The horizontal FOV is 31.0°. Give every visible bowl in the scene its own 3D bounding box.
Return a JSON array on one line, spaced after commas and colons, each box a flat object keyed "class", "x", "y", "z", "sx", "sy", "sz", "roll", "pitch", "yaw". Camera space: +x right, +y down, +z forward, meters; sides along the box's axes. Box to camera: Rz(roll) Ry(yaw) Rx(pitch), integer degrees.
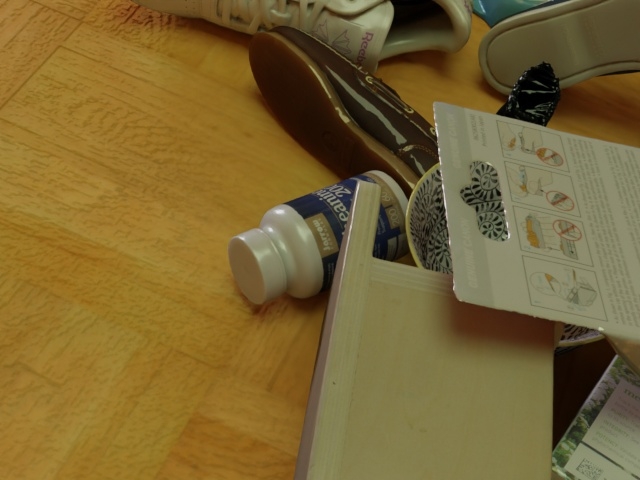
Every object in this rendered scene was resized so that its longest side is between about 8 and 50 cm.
[{"class": "bowl", "x": 0.133, "y": 0.023, "z": 0.793, "sx": 0.170, "sy": 0.080, "sz": 0.170, "roll": 5, "pitch": 49, "yaw": -6}]

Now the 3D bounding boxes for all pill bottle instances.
[{"class": "pill bottle", "x": 0.000, "y": 0.000, "z": 0.794, "sx": 0.120, "sy": 0.067, "sz": 0.067, "roll": -22, "pitch": 58, "yaw": -26}]

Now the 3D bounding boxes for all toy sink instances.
[{"class": "toy sink", "x": 0.059, "y": 0.105, "z": 0.664, "sx": 0.131, "sy": 0.153, "sz": 0.234, "roll": 12, "pitch": 48, "yaw": -2}]

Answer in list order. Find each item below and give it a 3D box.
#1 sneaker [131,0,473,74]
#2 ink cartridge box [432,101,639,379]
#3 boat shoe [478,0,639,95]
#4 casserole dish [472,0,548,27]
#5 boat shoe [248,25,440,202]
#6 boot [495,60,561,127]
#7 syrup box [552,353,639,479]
[{"class": "sneaker", "x": -0.017, "y": -0.209, "z": 0.932, "sx": 0.305, "sy": 0.114, "sz": 0.152, "roll": -1, "pitch": 50, "yaw": -12}, {"class": "ink cartridge box", "x": 0.177, "y": 0.011, "z": 0.682, "sx": 0.232, "sy": 0.066, "sz": 0.189, "roll": 8, "pitch": 40, "yaw": -6}, {"class": "boat shoe", "x": 0.254, "y": -0.171, "z": 0.919, "sx": 0.254, "sy": 0.095, "sz": 0.079, "roll": -12, "pitch": 22, "yaw": 33}, {"class": "casserole dish", "x": 0.225, "y": -0.231, "z": 1.051, "sx": 0.188, "sy": 0.037, "sz": 0.114, "roll": -3, "pitch": 51, "yaw": -12}, {"class": "boat shoe", "x": 0.030, "y": -0.090, "z": 0.876, "sx": 0.073, "sy": 0.073, "sz": 0.207, "roll": -29, "pitch": 69, "yaw": -32}, {"class": "boot", "x": 0.155, "y": -0.094, "z": 0.882, "sx": 0.045, "sy": 0.099, "sz": 0.121, "roll": 23, "pitch": 50, "yaw": 7}, {"class": "syrup box", "x": 0.216, "y": 0.111, "z": 0.725, "sx": 0.093, "sy": 0.096, "sz": 0.237, "roll": 33, "pitch": 50, "yaw": 15}]
